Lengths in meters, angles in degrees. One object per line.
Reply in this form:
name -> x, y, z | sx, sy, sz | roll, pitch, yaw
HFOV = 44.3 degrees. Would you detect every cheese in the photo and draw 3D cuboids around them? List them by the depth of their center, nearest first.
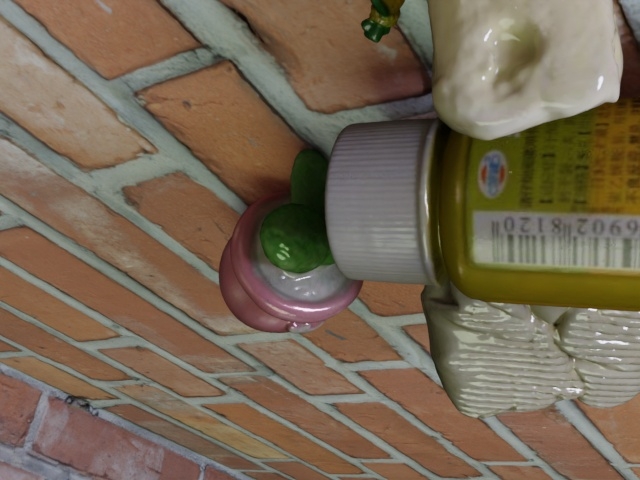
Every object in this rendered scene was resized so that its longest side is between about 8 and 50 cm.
cheese -> 0.179, -0.224, 0.736 | 0.174, 0.251, 0.248 | -12, -178, 14

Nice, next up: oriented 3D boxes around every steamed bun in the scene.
steamed bun -> 0.313, 0.080, 1.119 | 0.343, 0.255, 0.367 | 2, 136, 5

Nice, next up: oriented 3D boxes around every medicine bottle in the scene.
medicine bottle -> 0.215, -0.040, 0.860 | 0.385, 0.224, 0.224 | 1, 150, 22

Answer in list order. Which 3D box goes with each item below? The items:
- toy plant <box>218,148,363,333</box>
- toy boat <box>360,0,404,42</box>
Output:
toy plant -> -0.001, 0.006, 1.172 | 0.317, 0.210, 0.356 | -13, 159, -30
toy boat -> 0.010, -0.283, 0.731 | 0.088, 0.089, 0.229 | -33, 124, 25
